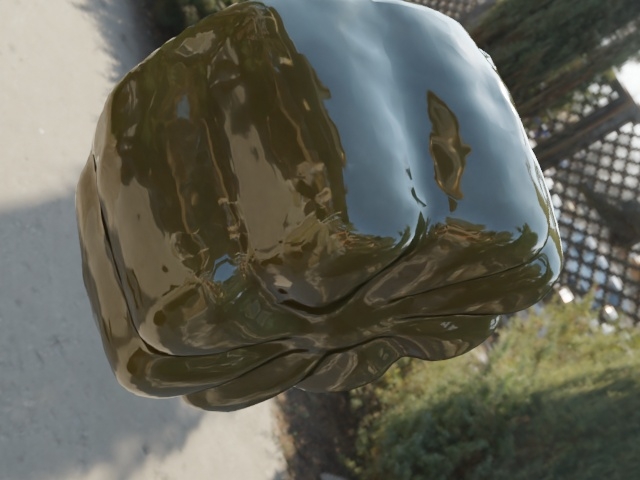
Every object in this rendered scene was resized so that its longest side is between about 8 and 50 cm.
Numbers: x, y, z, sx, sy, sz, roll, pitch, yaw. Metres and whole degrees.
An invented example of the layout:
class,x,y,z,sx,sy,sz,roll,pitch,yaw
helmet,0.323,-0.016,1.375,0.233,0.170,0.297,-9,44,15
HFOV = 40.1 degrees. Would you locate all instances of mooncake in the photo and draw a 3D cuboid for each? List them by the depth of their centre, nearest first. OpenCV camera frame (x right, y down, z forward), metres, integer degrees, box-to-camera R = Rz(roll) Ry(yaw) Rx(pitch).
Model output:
class,x,y,z,sx,sy,sz,roll,pitch,yaw
mooncake,0.000,0.000,0.695,0.378,0.378,0.201,34,33,-56
